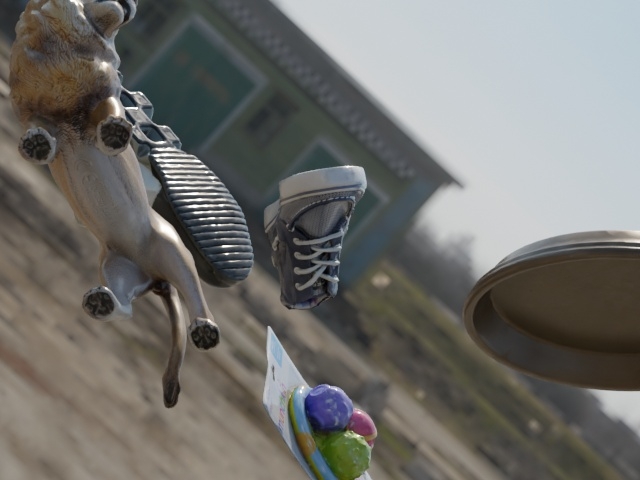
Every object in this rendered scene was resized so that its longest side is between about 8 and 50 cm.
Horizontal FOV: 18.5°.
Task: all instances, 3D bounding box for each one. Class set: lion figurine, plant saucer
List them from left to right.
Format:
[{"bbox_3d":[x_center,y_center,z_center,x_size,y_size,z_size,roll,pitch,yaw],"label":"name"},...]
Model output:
[{"bbox_3d":[-0.203,-0.051,1.901,0.240,0.142,0.392,-113,-171,-70],"label":"lion figurine"},{"bbox_3d":[0.266,0.062,1.742,0.278,0.041,0.278,6,-27,3],"label":"plant saucer"}]

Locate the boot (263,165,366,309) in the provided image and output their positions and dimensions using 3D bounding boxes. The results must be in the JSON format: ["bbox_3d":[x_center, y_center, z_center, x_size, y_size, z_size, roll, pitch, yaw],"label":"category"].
[{"bbox_3d":[0.000,0.000,1.524,0.190,0.069,0.086,128,-47,-76],"label":"boot"}]

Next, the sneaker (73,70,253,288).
[{"bbox_3d":[-0.204,-0.043,2.252,0.122,0.146,0.330,4,41,-54],"label":"sneaker"}]

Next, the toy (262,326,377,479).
[{"bbox_3d":[0.026,0.194,1.805,0.237,0.056,0.137,61,13,-24],"label":"toy"}]
